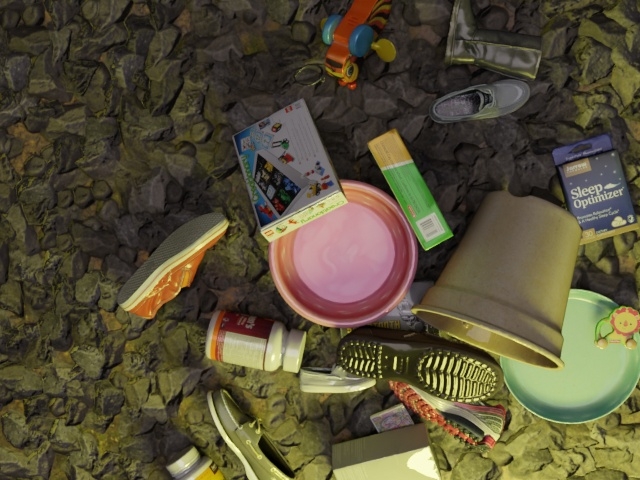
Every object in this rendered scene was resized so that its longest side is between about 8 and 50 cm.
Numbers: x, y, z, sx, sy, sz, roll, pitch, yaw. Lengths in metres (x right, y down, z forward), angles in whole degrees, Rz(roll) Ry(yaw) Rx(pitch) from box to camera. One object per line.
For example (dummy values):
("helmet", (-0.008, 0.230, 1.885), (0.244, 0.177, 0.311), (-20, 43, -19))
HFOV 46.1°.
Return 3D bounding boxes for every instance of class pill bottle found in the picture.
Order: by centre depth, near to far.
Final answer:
("pill bottle", (-0.152, 0.242, 1.781), (0.221, 0.121, 0.121), (10, 98, 5))
("pill bottle", (-0.284, 0.614, 1.843), (0.117, 0.117, 0.215), (-34, 92, 9))

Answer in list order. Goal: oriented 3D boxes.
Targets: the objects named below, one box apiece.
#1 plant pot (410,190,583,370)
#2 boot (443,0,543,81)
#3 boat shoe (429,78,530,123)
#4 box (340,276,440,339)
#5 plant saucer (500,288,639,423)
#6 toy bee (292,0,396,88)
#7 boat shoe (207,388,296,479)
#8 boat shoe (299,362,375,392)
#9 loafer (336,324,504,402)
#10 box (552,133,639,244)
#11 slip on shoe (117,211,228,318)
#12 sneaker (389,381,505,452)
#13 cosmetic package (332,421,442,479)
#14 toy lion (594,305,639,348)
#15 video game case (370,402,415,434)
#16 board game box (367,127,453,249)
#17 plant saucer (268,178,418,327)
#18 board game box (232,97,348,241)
("plant pot", (0.404, 0.074, 1.607), (0.334, 0.334, 0.305), (23, 80, 4))
("boot", (0.387, -0.456, 1.660), (0.209, 0.076, 0.189), (8, 101, 9))
("boat shoe", (0.356, -0.307, 1.676), (0.228, 0.081, 0.079), (-12, 95, 8))
("box", (0.162, 0.190, 1.771), (0.231, 0.056, 0.182), (-6, 97, 7))
("plant saucer", (0.575, 0.264, 1.739), (0.318, 0.044, 0.317), (1, 97, 7))
("toy bee", (0.057, -0.428, 1.681), (0.298, 0.162, 0.195), (-35, 60, -3))
("boat shoe", (-0.168, 0.479, 1.821), (0.091, 0.109, 0.304), (-29, 99, 9))
("boat shoe", (0.039, 0.325, 1.803), (0.184, 0.066, 0.063), (-3, 97, 17))
("loafer", (0.225, 0.249, 1.670), (0.366, 0.130, 0.133), (14, 116, 8))
("box", (0.617, -0.116, 1.693), (0.137, 0.036, 0.225), (-17, 93, 8))
("slip on shoe", (-0.339, 0.059, 1.798), (0.331, 0.123, 0.101), (-45, 122, 5))
("sneaker", (0.287, 0.371, 1.761), (0.299, 0.120, 0.112), (33, 64, 12))
("cosmetic package", (0.157, 0.530, 1.776), (0.238, 0.107, 0.127), (-16, 112, 5))
("toy lion", (0.668, 0.194, 1.685), (0.100, 0.034, 0.096), (0, 90, 7))
("video game case", (0.185, 0.455, 1.806), (0.087, 0.011, 0.122), (-26, 108, 12))
("board game box", (0.189, -0.116, 1.600), (0.064, 0.316, 0.242), (-28, 93, 8))
("plant saucer", (0.051, 0.028, 1.692), (0.333, 0.084, 0.331), (0, 95, 4))
("board game box", (-0.075, -0.162, 1.668), (0.193, 0.053, 0.305), (-26, 53, 9))
